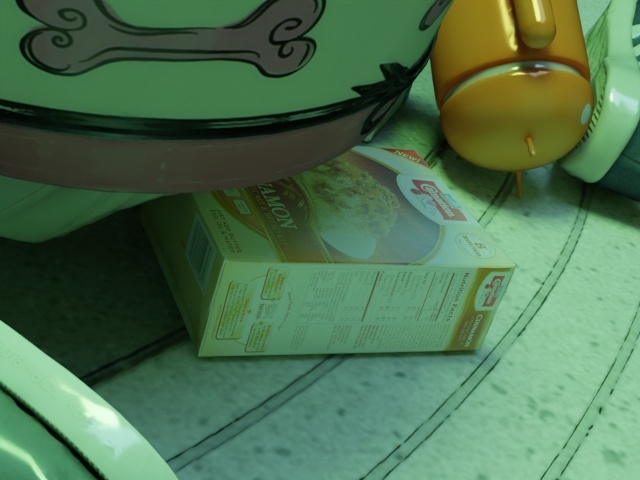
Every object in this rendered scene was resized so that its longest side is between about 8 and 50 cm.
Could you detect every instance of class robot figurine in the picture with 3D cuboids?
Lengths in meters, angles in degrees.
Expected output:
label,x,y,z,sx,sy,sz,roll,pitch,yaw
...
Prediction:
label,x,y,z,sx,sy,sz,roll,pitch,yaw
robot figurine,0.153,-0.150,0.828,0.128,0.158,0.220,12,64,-39

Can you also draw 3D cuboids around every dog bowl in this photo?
label,x,y,z,sx,sy,sz,roll,pitch,yaw
dog bowl,-0.108,-0.177,0.533,0.407,0.150,0.408,9,36,-7

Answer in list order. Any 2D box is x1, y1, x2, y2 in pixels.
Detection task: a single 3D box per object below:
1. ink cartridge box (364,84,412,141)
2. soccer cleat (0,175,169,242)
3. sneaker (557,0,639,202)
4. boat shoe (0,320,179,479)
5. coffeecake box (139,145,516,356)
label,x,y,z,sx,sy,sz,roll,pitch,yaw
ink cartridge box,0.029,-0.156,0.868,0.092,0.090,0.143,23,30,8
soccer cleat,-0.125,-0.038,0.554,0.196,0.076,0.068,-4,36,0
sneaker,0.312,-0.129,0.961,0.148,0.131,0.350,26,36,-1
boat shoe,-0.190,0.056,0.377,0.319,0.116,0.099,26,54,27
coffeecake box,0.000,0.000,0.617,0.185,0.068,0.142,2,33,-27
